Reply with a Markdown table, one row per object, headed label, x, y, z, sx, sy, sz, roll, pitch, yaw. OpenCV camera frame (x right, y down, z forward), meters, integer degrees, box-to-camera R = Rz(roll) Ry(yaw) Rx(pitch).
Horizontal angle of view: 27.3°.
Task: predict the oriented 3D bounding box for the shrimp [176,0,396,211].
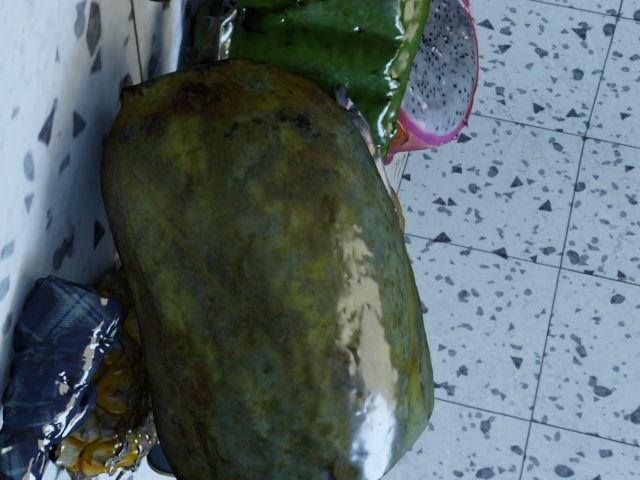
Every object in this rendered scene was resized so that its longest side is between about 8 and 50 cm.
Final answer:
| label | x | y | z | sx | sy | sz | roll | pitch | yaw |
| --- | --- | --- | --- | --- | --- | --- | --- | --- | --- |
| shrimp | -0.051 | -0.053 | 1.220 | 0.085 | 0.247 | 0.360 | -119 | -159 | -61 |

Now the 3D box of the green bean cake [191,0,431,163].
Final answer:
| label | x | y | z | sx | sy | sz | roll | pitch | yaw |
| --- | --- | --- | --- | --- | --- | --- | --- | --- | --- |
| green bean cake | -0.012 | -0.196 | 1.371 | 0.319 | 0.218 | 0.335 | -79 | -176 | -62 |

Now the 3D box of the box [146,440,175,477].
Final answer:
| label | x | y | z | sx | sy | sz | roll | pitch | yaw |
| --- | --- | --- | --- | --- | --- | --- | --- | --- | --- |
| box | -0.105 | 0.174 | 1.479 | 0.201 | 0.144 | 0.090 | -65 | 162 | -53 |

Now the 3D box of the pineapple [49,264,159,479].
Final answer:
| label | x | y | z | sx | sy | sz | roll | pitch | yaw |
| --- | --- | --- | --- | --- | --- | --- | --- | --- | --- |
| pineapple | -0.172 | 0.123 | 1.168 | 0.225 | 0.076 | 0.224 | 12 | 90 | -80 |

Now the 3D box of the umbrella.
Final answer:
| label | x | y | z | sx | sy | sz | roll | pitch | yaw |
| --- | --- | --- | --- | --- | --- | --- | --- | --- | --- |
| umbrella | -0.212 | 0.138 | 0.956 | 0.071 | 0.080 | 0.224 | -16 | -130 | 58 |

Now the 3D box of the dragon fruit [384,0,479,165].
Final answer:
| label | x | y | z | sx | sy | sz | roll | pitch | yaw |
| --- | --- | --- | --- | --- | --- | --- | --- | --- | --- |
| dragon fruit | 0.067 | -0.231 | 1.704 | 0.291 | 0.189 | 0.290 | 12 | 74 | -48 |

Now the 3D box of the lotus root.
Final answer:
| label | x | y | z | sx | sy | sz | roll | pitch | yaw |
| --- | --- | --- | --- | --- | --- | --- | --- | --- | --- |
| lotus root | -0.050 | 0.024 | 1.062 | 0.250 | 0.250 | 0.346 | -53 | 126 | -72 |

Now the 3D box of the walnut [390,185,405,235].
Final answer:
| label | x | y | z | sx | sy | sz | roll | pitch | yaw |
| --- | --- | --- | --- | --- | --- | --- | --- | --- | --- |
| walnut | 0.000 | 0.000 | 1.719 | 0.261 | 0.225 | 0.225 | -56 | 158 | -65 |
